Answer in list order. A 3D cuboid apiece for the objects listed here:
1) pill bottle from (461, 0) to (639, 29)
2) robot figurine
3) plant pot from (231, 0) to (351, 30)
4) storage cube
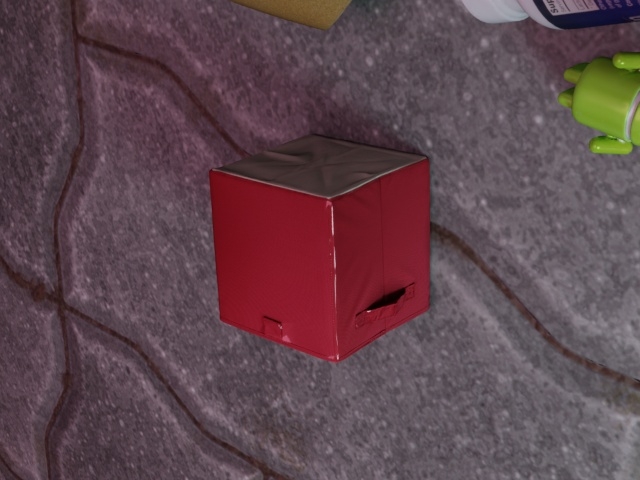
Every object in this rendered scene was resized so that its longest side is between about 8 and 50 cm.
[{"bbox_3d":[0.248,-0.260,0.893,0.264,0.153,0.153,3,110,43],"label":"pill bottle"},{"bbox_3d":[0.281,-0.130,0.981,0.115,0.067,0.101,29,124,31],"label":"robot figurine"},{"bbox_3d":[-0.065,-0.340,1.102,0.254,0.237,0.237,35,136,-11],"label":"plant pot"},{"bbox_3d":[0.000,0.000,1.224,0.215,0.183,0.193,17,119,38],"label":"storage cube"}]
